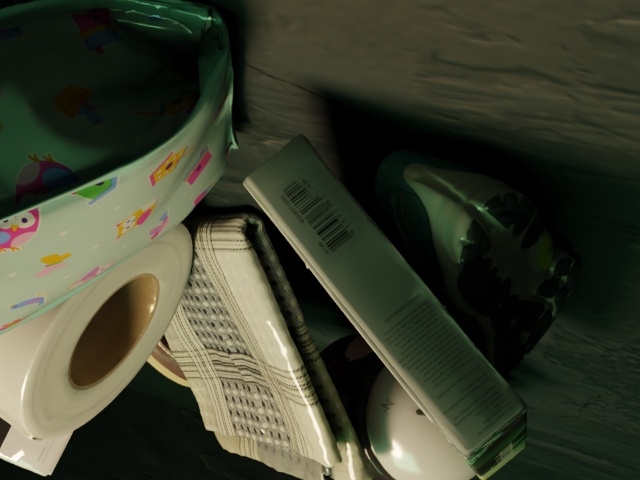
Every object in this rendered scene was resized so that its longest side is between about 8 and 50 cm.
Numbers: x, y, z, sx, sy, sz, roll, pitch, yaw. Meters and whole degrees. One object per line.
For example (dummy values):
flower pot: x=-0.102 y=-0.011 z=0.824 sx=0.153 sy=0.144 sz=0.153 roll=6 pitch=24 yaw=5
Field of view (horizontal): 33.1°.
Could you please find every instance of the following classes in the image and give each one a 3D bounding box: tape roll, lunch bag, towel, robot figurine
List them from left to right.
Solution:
tape roll: x=-0.261 y=0.045 z=1.038 sx=0.169 sy=0.246 sz=0.246 roll=30 pitch=167 yaw=16
lunch bag: x=-0.177 y=-0.057 z=0.724 sx=0.160 sy=0.262 sz=0.223 roll=61 pitch=168 yaw=13
towel: x=-0.099 y=0.121 z=1.176 sx=0.312 sy=0.056 sz=0.324 roll=-1 pitch=118 yaw=55
robot figurine: x=0.085 y=0.190 z=1.244 sx=0.278 sy=0.209 sz=0.174 roll=-5 pitch=118 yaw=60

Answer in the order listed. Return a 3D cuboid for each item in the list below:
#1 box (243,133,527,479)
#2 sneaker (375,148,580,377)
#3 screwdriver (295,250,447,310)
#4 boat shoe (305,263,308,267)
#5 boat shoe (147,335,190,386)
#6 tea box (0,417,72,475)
box: x=0.064 y=0.069 z=0.818 sx=0.232 sy=0.058 sz=0.322 roll=51 pitch=180 yaw=18
sneaker: x=0.118 y=0.016 z=0.803 sx=0.110 sy=0.107 sz=0.275 roll=35 pitch=169 yaw=33
screwdriver: x=0.053 y=0.042 z=1.085 sx=0.170 sy=0.025 sz=0.024 roll=29 pitch=166 yaw=11
boat shoe: x=0.000 y=0.000 z=0.986 sx=0.035 sy=0.035 sz=0.100 roll=-7 pitch=157 yaw=2
boat shoe: x=-0.105 y=0.167 z=1.543 sx=0.342 sy=0.123 sz=0.123 roll=33 pitch=147 yaw=-34
tea box: x=-0.497 y=0.146 z=1.629 sx=0.323 sy=0.220 sz=0.329 roll=27 pitch=-176 yaw=-12
